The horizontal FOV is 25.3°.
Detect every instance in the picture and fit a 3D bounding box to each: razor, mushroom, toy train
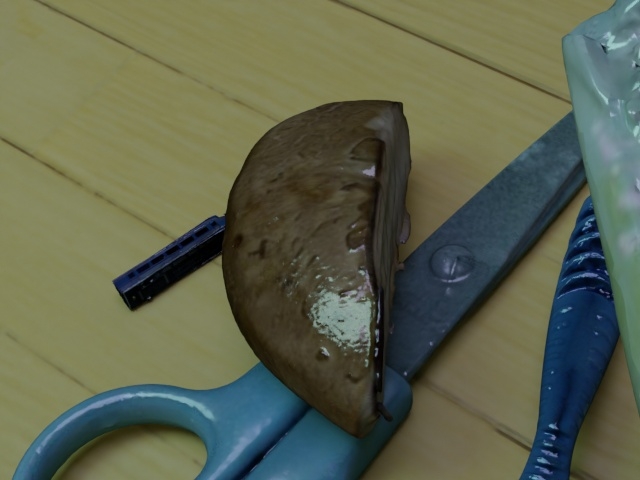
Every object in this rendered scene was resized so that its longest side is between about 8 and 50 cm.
[{"bbox_3d":[0.117,0.079,0.676,0.081,0.042,0.253,10,55,17],"label":"razor"},{"bbox_3d":[-0.001,-0.001,0.708,0.094,0.072,0.210,-7,46,19],"label":"mushroom"},{"bbox_3d":[-0.075,0.008,0.785,0.083,0.017,0.017,-34,47,-15],"label":"toy train"}]

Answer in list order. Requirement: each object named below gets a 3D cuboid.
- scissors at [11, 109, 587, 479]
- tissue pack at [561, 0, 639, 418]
[{"bbox_3d":[0.043,0.041,0.729,0.192,0.029,0.447,33,63,29],"label":"scissors"},{"bbox_3d":[0.249,0.098,0.417,0.162,0.388,0.287,-31,46,31],"label":"tissue pack"}]
